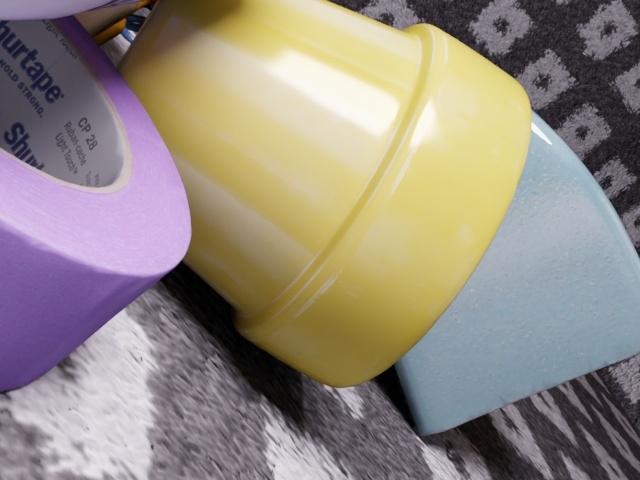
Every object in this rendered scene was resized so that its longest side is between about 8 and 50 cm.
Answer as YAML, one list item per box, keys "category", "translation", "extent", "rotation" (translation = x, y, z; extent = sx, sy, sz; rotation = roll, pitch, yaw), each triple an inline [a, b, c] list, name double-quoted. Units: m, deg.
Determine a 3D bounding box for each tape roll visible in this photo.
- category: "tape roll"
  translation: [-0.184, -0.068, 0.448]
  extent: [0.275, 0.090, 0.275]
  rotation: [48, 14, -16]

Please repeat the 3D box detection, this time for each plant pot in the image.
- category: "plant pot"
  translation: [-0.029, -0.064, 0.680]
  extent: [0.239, 0.254, 0.254]
  rotation: [31, 18, -15]
- category: "plant pot"
  translation: [0.145, -0.017, 0.948]
  extent: [0.247, 0.248, 0.252]
  rotation: [-98, 163, -66]

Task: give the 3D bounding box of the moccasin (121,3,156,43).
- category: "moccasin"
  translation: [-0.105, -0.209, 0.781]
  extent: [0.342, 0.138, 0.116]
  rotation: [1, -62, 50]

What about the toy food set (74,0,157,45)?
- category: "toy food set"
  translation: [-0.183, -0.202, 0.631]
  extent: [0.111, 0.105, 0.232]
  rotation: [54, -6, 44]

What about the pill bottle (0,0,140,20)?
- category: "pill bottle"
  translation: [-0.097, -0.195, 0.392]
  extent: [0.204, 0.204, 0.361]
  rotation: [50, 21, -4]
